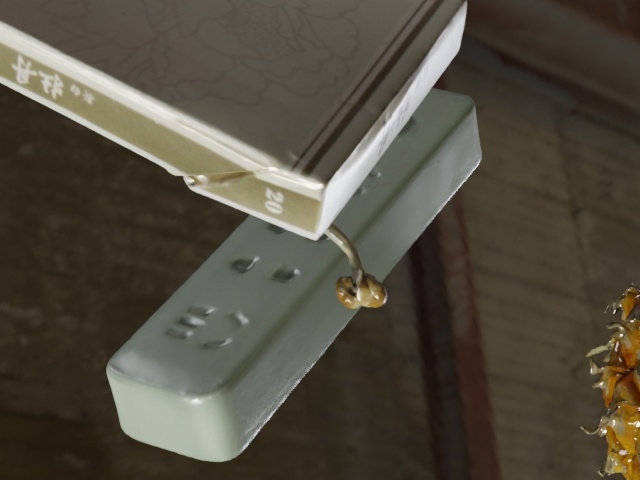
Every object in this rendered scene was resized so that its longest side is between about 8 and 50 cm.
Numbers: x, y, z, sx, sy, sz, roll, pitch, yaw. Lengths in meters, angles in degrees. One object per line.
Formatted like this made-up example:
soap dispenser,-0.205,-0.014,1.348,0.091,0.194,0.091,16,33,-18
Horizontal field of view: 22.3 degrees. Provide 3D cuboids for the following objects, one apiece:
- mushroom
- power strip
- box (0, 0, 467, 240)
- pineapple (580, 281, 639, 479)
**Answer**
mushroom,-0.066,-0.053,0.977,0.286,0.026,0.028,42,-134,18
power strip,0.000,0.001,1.108,0.385,0.091,0.062,-48,-40,-40
box,-0.062,-0.081,0.524,0.198,0.029,0.109,27,-132,11
pineapple,0.346,0.200,1.488,0.209,0.344,0.286,19,-93,-37
